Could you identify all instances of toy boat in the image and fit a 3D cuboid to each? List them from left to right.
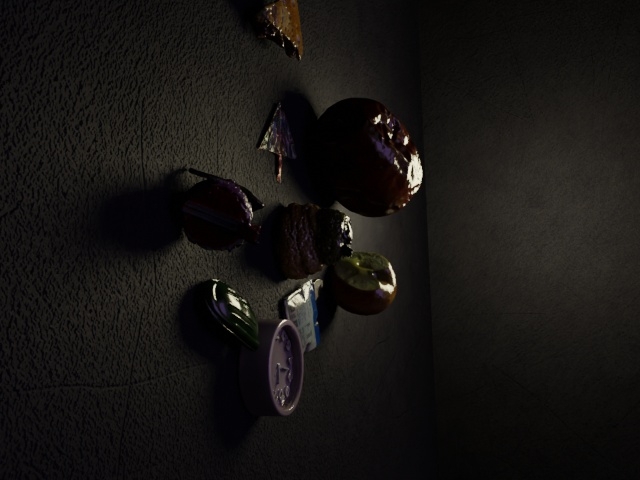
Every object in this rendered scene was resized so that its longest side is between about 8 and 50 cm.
[{"bbox_3d":[-0.162,0.135,1.348,0.210,0.052,0.104,53,22,-58],"label":"toy boat"}]

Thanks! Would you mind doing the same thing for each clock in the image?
[{"bbox_3d":[-0.098,0.260,1.494,0.197,0.068,0.196,-2,90,-71],"label":"clock"}]

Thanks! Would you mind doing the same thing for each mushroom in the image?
[{"bbox_3d":[-0.018,0.126,1.826,0.101,0.019,0.049,-50,132,-58],"label":"mushroom"}]

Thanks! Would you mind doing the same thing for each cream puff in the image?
[{"bbox_3d":[0.000,0.000,1.666,0.183,0.169,0.183,-2,90,-73],"label":"cream puff"}]

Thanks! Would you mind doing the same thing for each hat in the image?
[{"bbox_3d":[-0.162,-0.067,1.290,0.227,0.140,0.128,-79,171,-69],"label":"hat"}]

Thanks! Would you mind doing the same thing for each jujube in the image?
[{"bbox_3d":[0.131,-0.216,1.981,0.377,0.277,0.276,41,48,-49],"label":"jujube"}]

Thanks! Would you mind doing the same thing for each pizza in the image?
[{"bbox_3d":[-0.102,-0.476,1.601,0.194,0.069,0.154,-15,102,-64],"label":"pizza"}]

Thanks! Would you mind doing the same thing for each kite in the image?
[{"bbox_3d":[-0.096,-0.226,1.664,0.232,0.009,0.189,8,80,-70],"label":"kite"}]

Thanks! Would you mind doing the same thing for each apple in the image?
[{"bbox_3d":[0.121,0.123,2.001,0.195,0.173,0.160,-66,146,-46],"label":"apple"}]

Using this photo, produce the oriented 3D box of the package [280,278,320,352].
[{"bbox_3d":[-0.043,0.195,1.728,0.173,0.027,0.171,-32,116,-64],"label":"package"}]
